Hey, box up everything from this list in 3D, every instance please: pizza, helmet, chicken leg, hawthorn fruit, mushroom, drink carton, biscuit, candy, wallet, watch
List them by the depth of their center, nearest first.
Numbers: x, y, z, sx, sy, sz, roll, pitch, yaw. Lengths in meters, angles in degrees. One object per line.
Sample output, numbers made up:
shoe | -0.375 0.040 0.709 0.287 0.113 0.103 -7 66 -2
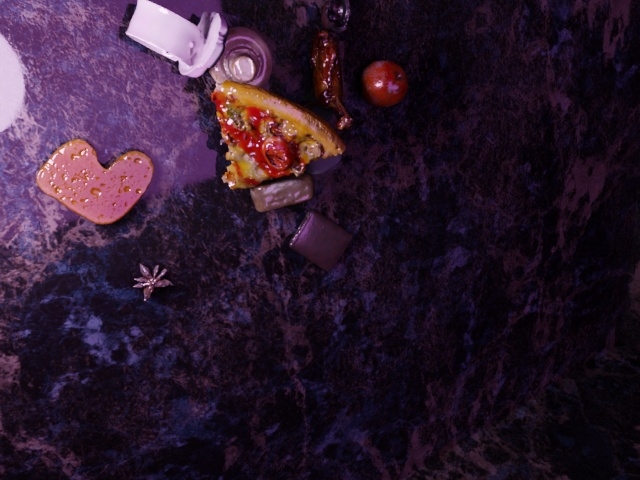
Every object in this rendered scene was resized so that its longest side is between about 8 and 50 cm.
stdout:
watch | -0.399 -0.585 1.424 0.231 0.244 0.196 21 98 -40
biscuit | -0.667 -0.196 1.537 0.277 0.052 0.262 36 84 -33
mushroom | -0.244 -0.553 1.559 0.206 0.209 0.207 1 85 -15
pizza | -0.180 -0.276 1.623 0.439 0.130 0.406 23 131 -19
chicken leg | 0.039 -0.512 1.672 0.095 0.158 0.407 -3 66 -19
helmet | 0.044 -0.757 1.710 0.098 0.070 0.123 -1 102 -36
drink carton | -0.027 -0.341 1.768 0.185 0.191 0.190 -33 127 -17
candy | -0.131 -0.177 1.813 0.233 0.102 0.104 -15 115 -21
hawthorn fruit | 0.228 -0.558 1.830 0.172 0.173 0.173 -11 113 -26
wallet | 0.000 0.000 1.987 0.229 0.049 0.182 33 91 -32

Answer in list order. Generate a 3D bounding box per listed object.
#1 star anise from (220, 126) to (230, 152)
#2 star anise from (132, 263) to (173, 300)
star anise | -0.277 -0.350 1.701 0.141 0.042 0.141 -12 114 -29
star anise | -0.570 0.126 1.707 0.124 0.056 0.129 -30 120 -16
